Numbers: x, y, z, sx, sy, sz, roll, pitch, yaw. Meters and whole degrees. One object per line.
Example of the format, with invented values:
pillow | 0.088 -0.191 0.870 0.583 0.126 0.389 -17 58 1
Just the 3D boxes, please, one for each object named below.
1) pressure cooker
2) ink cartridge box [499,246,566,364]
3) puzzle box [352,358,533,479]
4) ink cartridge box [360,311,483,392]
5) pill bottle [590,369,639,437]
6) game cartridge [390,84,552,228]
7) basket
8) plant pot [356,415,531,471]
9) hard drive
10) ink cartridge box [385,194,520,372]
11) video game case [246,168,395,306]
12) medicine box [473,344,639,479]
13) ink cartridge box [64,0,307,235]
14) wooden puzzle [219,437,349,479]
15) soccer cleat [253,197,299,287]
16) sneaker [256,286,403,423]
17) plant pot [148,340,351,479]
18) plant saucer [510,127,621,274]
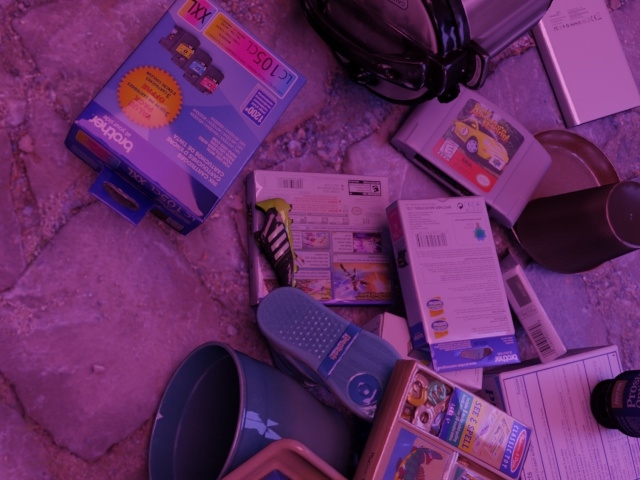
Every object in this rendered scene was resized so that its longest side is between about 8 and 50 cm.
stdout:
pressure cooker | 0.186 -0.453 1.651 0.420 0.369 0.376 -37 112 -23
ink cartridge box | 0.395 0.120 1.733 0.066 0.232 0.189 -29 93 6
puzzle box | 0.161 0.421 1.360 0.272 0.052 0.409 32 69 -25
ink cartridge box | 0.164 0.222 1.621 0.212 0.154 0.093 22 56 -17
pill bottle | 0.588 0.289 1.591 0.122 0.219 0.123 5 78 -23
game cartridge | 0.309 -0.184 1.790 0.294 0.060 0.196 36 67 0
basket | 0.527 -0.030 1.733 0.204 0.227 0.154 19 73 -17
plant pot | 0.193 0.406 1.568 0.235 0.236 0.212 17 80 -20
hard drive | 0.578 -0.417 1.981 0.203 0.040 0.308 -18 87 -24
ink cartridge box | 0.232 0.077 1.580 0.185 0.065 0.311 -3 71 -25
video game case | 0.000 0.000 1.653 0.269 0.061 0.245 2 79 -21
medicine box | 0.446 0.358 1.721 0.289 0.149 0.264 -9 84 -23
ink cartridge box | -0.247 -0.198 1.545 0.270 0.151 0.396 38 70 -12
wooden puzzle | -0.098 0.459 1.344 0.347 0.081 0.322 -33 138 6
soccer cleat | -0.078 0.014 1.562 0.072 0.060 0.179 -5 78 -7
sneaker | 0.035 0.220 1.525 0.319 0.208 0.127 39 71 20
plant pot | -0.099 0.327 1.454 0.255 0.271 0.272 23 72 -31
plant saucer | 0.503 -0.080 1.883 0.310 0.050 0.311 4 79 -22
